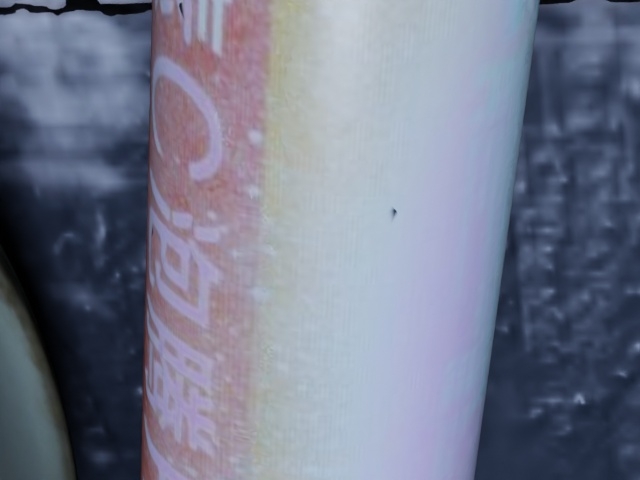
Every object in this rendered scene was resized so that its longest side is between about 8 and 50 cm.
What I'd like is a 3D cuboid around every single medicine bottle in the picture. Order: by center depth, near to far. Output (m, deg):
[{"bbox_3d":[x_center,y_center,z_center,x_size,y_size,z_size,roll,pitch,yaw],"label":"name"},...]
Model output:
[{"bbox_3d":[0.000,0.000,0.457,0.108,0.108,0.426,9,119,9],"label":"medicine bottle"}]

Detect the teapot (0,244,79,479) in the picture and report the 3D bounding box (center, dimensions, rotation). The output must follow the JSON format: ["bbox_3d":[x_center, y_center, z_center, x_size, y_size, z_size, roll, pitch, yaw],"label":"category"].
[{"bbox_3d":[-0.134,0.113,0.495,0.149,0.220,0.318,-12,116,8],"label":"teapot"}]
